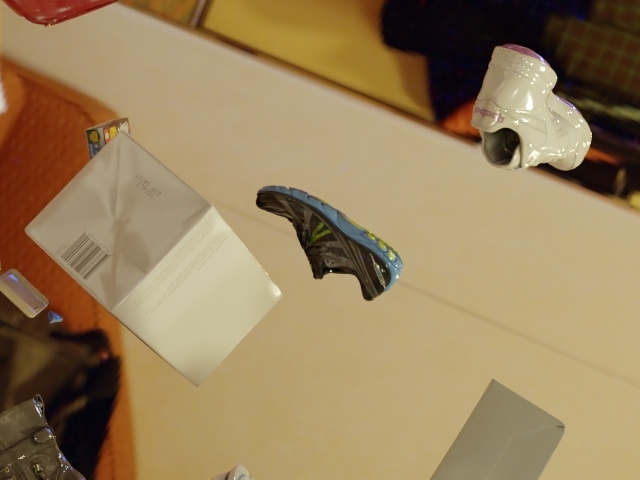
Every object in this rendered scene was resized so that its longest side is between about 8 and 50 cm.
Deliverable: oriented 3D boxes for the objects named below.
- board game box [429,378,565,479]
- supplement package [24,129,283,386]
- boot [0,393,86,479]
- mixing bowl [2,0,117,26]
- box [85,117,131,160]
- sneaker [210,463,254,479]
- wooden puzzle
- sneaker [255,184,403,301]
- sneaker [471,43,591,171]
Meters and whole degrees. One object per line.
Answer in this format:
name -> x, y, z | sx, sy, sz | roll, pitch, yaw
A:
board game box -> 0.131, 0.313, 1.469 | 0.224, 0.097, 0.303 | -52, 168, -31
supplement package -> -0.201, 0.031, 1.763 | 0.175, 0.177, 0.293 | -48, 152, -7
boot -> -0.500, 0.394, 2.257 | 0.263, 0.229, 0.091 | -36, 177, -44
mixing bowl -> -0.250, -0.271, 1.377 | 0.181, 0.181, 0.098 | -44, 115, -69
box -> -0.288, -0.117, 1.936 | 0.137, 0.027, 0.094 | -55, 139, -78
sneaker -> -0.160, 0.409, 1.969 | 0.090, 0.095, 0.235 | 64, 22, -12
wooden puzzle -> -0.381, 0.067, 1.771 | 0.014, 0.116, 0.078 | -46, 177, 11
sneaker -> 0.000, 0.000, 1.538 | 0.078, 0.188, 0.067 | -56, 166, 4
sneaker -> 0.282, -0.153, 1.955 | 0.152, 0.114, 0.305 | -63, 146, -7
